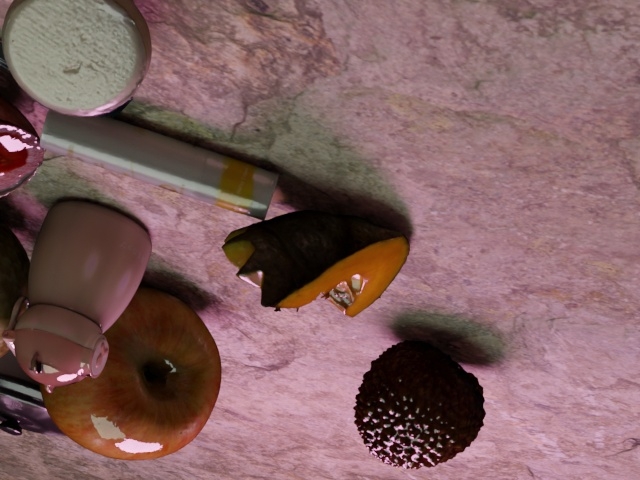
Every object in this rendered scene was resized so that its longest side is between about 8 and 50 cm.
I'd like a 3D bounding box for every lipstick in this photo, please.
[{"bbox_3d":[-0.179,-0.089,1.497,0.264,0.059,0.059,18,158,-3],"label":"lipstick"}]

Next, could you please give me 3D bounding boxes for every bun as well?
[{"bbox_3d":[-0.224,-0.191,1.257,0.138,0.094,0.138,-1,125,-2],"label":"bun"}]

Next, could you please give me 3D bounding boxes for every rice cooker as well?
[{"bbox_3d":[-0.449,0.197,2.135,0.241,0.227,0.280,3,153,31],"label":"rice cooker"}]

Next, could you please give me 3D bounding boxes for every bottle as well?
[{"bbox_3d":[-0.321,0.080,1.759,0.147,0.237,0.147,14,157,6],"label":"bottle"}]

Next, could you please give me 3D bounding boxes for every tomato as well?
[{"bbox_3d":[-0.421,-0.119,1.530,0.228,0.112,0.199,-24,157,28],"label":"tomato"}]

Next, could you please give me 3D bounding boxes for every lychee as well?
[{"bbox_3d":[0.131,0.229,1.849,0.188,0.188,0.188,15,157,6],"label":"lychee"}]

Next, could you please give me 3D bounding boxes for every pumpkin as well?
[{"bbox_3d":[0.000,0.000,1.542,0.130,0.149,0.254,51,-165,21],"label":"pumpkin"}]

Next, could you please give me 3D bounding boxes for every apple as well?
[{"bbox_3d":[-0.285,0.193,1.974,0.264,0.264,0.264,15,157,6],"label":"apple"}]

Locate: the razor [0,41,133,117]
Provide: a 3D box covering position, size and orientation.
[{"bbox_3d":[-0.293,-0.173,1.420,0.190,0.033,0.066,26,156,-19],"label":"razor"}]

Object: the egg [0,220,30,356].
[{"bbox_3d":[-0.505,0.069,1.847,0.289,0.238,0.238,21,167,46],"label":"egg"}]
